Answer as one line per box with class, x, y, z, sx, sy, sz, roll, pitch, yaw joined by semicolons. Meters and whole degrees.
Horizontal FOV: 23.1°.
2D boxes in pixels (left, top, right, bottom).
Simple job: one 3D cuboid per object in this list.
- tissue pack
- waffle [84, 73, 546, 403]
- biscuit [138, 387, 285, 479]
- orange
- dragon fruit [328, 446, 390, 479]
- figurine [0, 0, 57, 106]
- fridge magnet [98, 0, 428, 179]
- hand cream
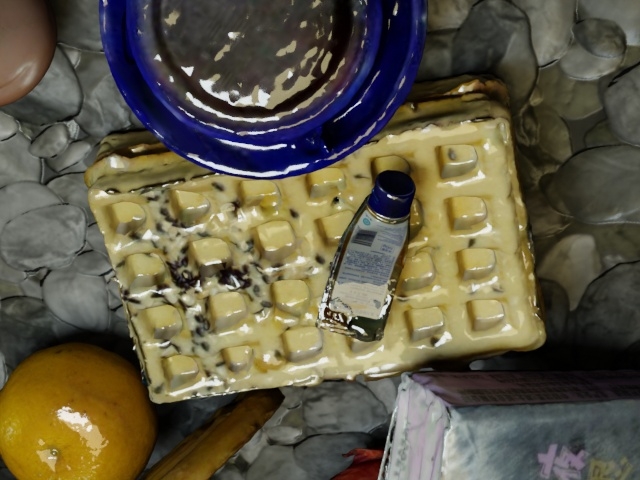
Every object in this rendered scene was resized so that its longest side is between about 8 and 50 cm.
tissue pack;0.222;0.247;1.425;0.361;0.122;0.259;1;104;-28
waffle;0.000;0.000;1.386;0.376;0.114;0.261;-8;124;7
biscuit;-0.138;0.221;1.465;0.262;0.262;0.037;-41;90;25
orange;-0.230;0.169;1.489;0.159;0.136;0.159;4;113;9
dragon fruit;0.065;0.316;1.527;0.193;0.274;0.192;12;147;43
figurine;-0.423;-0.096;1.263;0.248;0.276;0.388;41;116;4
fridge magnet;-0.047;-0.179;1.241;0.265;0.112;0.265;1;98;6
hand cream;0.043;0.014;1.314;0.062;0.039;0.163;12;126;-8
